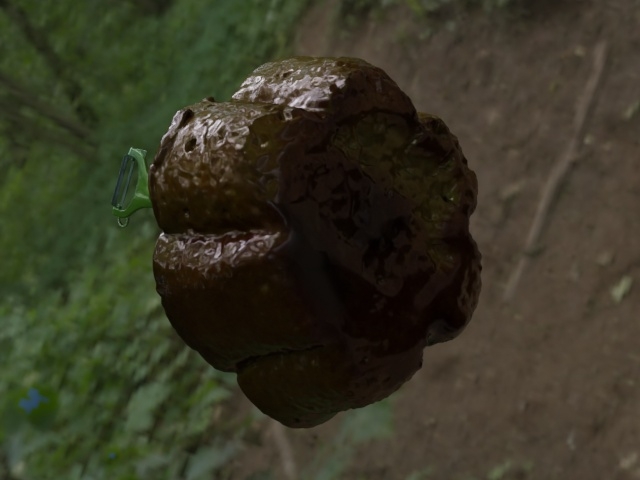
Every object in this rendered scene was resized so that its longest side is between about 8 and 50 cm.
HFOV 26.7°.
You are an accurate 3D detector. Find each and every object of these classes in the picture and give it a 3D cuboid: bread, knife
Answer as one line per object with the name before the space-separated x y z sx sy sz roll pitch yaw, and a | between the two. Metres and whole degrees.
bread | 0.003 -0.012 0.920 0.135 0.247 0.232 -5 36 52
knife | -0.126 -0.028 1.258 0.022 0.166 0.078 -12 -59 -60
